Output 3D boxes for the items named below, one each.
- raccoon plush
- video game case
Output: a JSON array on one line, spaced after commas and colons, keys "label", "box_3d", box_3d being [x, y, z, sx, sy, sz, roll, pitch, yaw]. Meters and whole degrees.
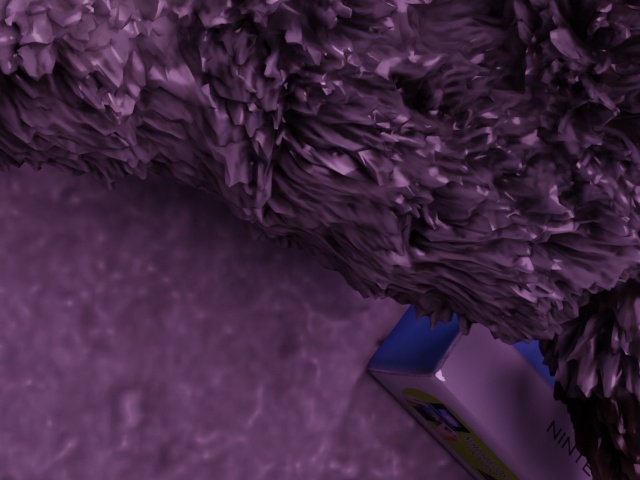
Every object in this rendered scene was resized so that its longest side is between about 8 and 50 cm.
[{"label": "raccoon plush", "box_3d": [0.000, 0.000, 0.474, 0.299, 0.216, 0.446, -28, 91, -16]}, {"label": "video game case", "box_3d": [0.188, 0.042, 0.699, 0.244, 0.061, 0.269, 46, 68, -22]}]
